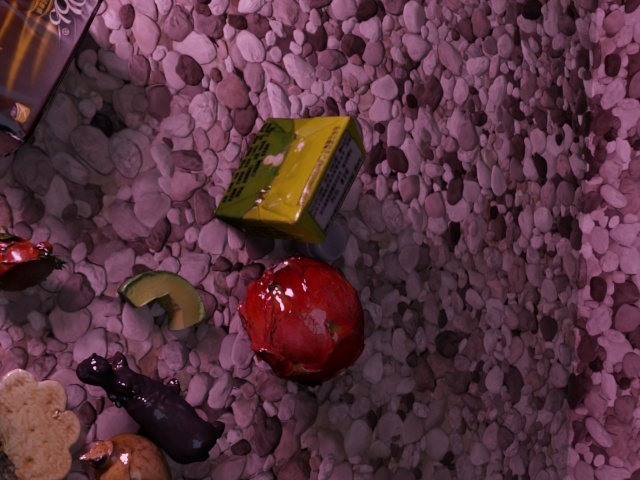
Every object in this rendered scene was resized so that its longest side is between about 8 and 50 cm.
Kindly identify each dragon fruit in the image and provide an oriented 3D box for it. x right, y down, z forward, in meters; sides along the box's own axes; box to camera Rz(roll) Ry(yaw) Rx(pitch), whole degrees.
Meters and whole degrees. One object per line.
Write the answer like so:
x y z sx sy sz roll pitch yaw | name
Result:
-0.601 0.035 1.478 0.175 0.142 0.138 41 100 -7 | dragon fruit
-0.040 0.184 1.792 0.295 0.295 0.302 -40 96 -31 | dragon fruit

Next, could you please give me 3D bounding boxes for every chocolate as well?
-0.062 -0.141 1.785 0.137 0.289 0.301 43 64 -40 | chocolate

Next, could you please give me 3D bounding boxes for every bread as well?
-0.583 0.378 1.526 0.182 0.039 0.251 -31 105 -35 | bread

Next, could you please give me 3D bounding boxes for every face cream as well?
0.000 0.000 1.931 0.117 0.104 0.117 1 89 -37 | face cream

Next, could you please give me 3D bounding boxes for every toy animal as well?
-0.362 0.346 1.616 0.343 0.168 0.106 40 99 -11 | toy animal

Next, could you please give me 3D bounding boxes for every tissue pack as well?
-0.588 -0.370 1.453 0.198 0.210 0.370 30 73 -26 | tissue pack

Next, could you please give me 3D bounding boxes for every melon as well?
-0.349 0.131 1.696 0.209 0.064 0.118 45 63 -29 | melon

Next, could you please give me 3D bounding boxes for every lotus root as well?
-0.390 0.494 1.602 0.140 0.154 0.257 -35 129 -8 | lotus root
